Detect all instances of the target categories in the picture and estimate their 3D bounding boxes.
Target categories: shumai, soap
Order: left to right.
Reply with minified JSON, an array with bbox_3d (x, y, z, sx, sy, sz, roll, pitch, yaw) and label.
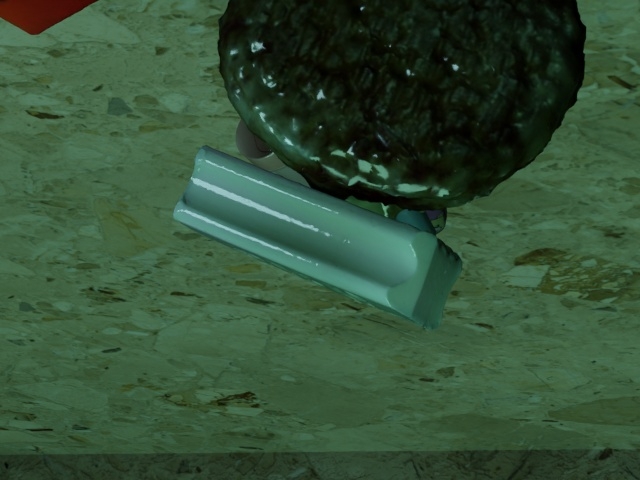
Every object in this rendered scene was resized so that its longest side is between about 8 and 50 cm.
[{"bbox_3d":[0.000,0.000,1.817,0.289,0.095,0.173,22,176,18],"label":"soap"},{"bbox_3d":[0.078,-0.156,1.860,0.395,0.395,0.348,9,154,0],"label":"shumai"}]

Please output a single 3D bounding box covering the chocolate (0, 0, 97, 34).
[{"bbox_3d":[-0.319,-0.388,1.705,0.341,0.161,0.360,28,150,-34],"label":"chocolate"}]

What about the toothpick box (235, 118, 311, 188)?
[{"bbox_3d":[-0.037,-0.124,2.281,0.098,0.098,0.149,-7,152,32],"label":"toothpick box"}]

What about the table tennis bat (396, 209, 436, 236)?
[{"bbox_3d":[0.081,-0.120,2.185,0.215,0.044,0.329,-11,128,20],"label":"table tennis bat"}]

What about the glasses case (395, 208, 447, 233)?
[{"bbox_3d":[0.110,-0.088,2.335,0.123,0.076,0.316,2,153,11],"label":"glasses case"}]
